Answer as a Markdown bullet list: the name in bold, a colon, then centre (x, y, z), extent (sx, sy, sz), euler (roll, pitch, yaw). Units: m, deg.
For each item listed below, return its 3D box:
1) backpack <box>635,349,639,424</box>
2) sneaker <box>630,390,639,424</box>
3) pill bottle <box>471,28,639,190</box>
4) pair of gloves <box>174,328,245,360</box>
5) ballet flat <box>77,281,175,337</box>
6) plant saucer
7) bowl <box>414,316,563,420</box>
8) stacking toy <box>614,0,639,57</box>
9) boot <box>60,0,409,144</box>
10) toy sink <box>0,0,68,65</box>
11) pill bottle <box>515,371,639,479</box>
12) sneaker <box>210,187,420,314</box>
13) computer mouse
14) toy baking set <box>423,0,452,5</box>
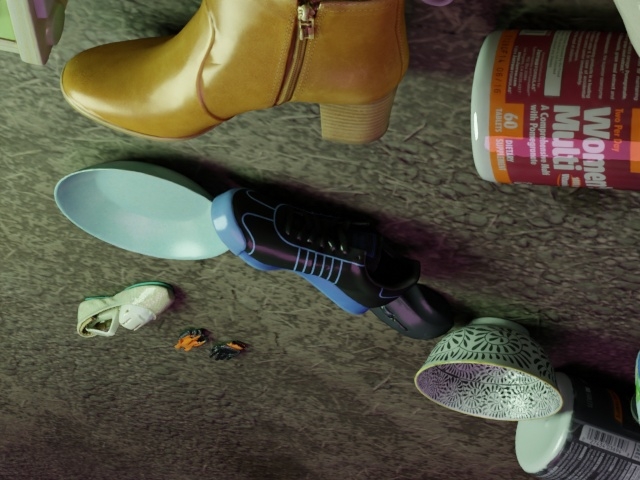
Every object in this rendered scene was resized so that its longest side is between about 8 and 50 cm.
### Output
- **backpack**: centre (0.462, 0.143, 1.304), extent (0.273, 0.290, 0.355), euler (-29, 128, 35)
- **sneaker**: centre (0.435, 0.150, 1.551), extent (0.227, 0.087, 0.130), euler (-8, 146, 31)
- **pill bottle**: centre (0.233, -0.098, 1.090), extent (0.221, 0.121, 0.121), euler (4, 153, 17)
- **pair of gloves**: centre (-0.145, 0.136, 1.869), extent (0.083, 0.010, 0.074), euler (19, 153, -19)
- **ballet flat**: centre (-0.241, 0.092, 1.774), extent (0.168, 0.052, 0.057), euler (-15, 143, 44)
- **plant saucer**: centre (-0.178, -0.039, 1.495), extent (0.195, 0.037, 0.195), euler (11, 154, 5)
- **bowl**: centre (0.197, 0.138, 1.637), extent (0.170, 0.080, 0.170), euler (10, 155, 5)
- **stacking toy**: centre (0.384, -0.232, 0.645), extent (0.351, 0.350, 0.480), euler (22, 134, -20)
- **boot**: centre (-0.076, -0.169, 1.123), extent (0.295, 0.104, 0.211), euler (7, 150, 7)
- **toy sink**: centre (-0.240, -0.225, 1.033), extent (0.234, 0.131, 0.153), euler (12, 155, 2)
- **pill bottle**: centre (0.371, 0.256, 1.742), extent (0.246, 0.130, 0.130), euler (21, 153, -17)
- **sneaker**: centre (0.000, 0.000, 1.459), extent (0.232, 0.081, 0.090), euler (28, 141, -34)
- **computer mouse**: centre (0.049, 0.057, 1.584), extent (0.242, 0.041, 0.071), euler (26, 152, -25)
- **toy baking set**: centre (0.110, -0.223, 0.994), extent (0.256, 0.030, 0.197), euler (4, 153, 18)
